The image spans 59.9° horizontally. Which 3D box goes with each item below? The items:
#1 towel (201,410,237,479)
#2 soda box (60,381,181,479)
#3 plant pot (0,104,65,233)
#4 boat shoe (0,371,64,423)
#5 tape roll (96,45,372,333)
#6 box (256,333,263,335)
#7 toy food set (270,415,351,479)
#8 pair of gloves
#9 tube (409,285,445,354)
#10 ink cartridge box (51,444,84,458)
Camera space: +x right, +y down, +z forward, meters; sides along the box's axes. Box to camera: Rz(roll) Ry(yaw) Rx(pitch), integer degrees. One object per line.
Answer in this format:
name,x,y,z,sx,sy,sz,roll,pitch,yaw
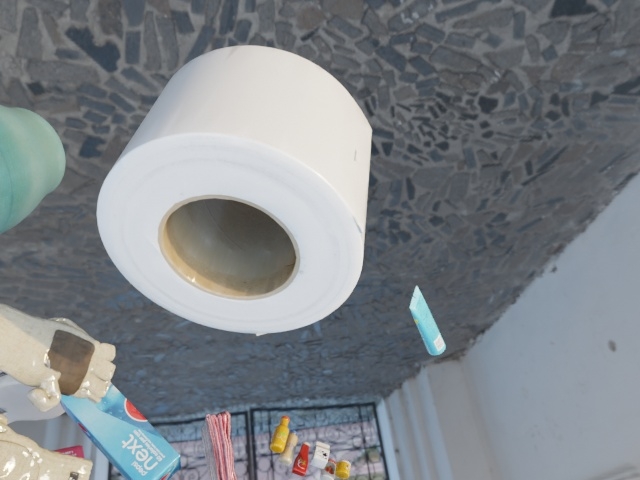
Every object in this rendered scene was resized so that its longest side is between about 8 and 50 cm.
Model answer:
towel,-0.163,0.426,0.949,0.037,0.237,0.329,-9,160,-17
soda box,-0.314,0.297,0.867,0.071,0.210,0.067,-39,160,-35
plant pot,-0.614,-0.135,1.001,0.272,0.255,0.271,4,111,12
boat shoe,-0.595,0.275,1.126,0.341,0.158,0.127,-19,125,27
tape roll,-0.074,-0.046,0.560,0.246,0.169,0.246,5,133,5
box,-0.122,0.160,1.356,0.101,0.087,0.102,-12,127,-8
toy food set,-0.027,0.594,1.570,0.232,0.104,0.111,19,127,0
pair of gloves,-0.357,0.206,0.673,0.042,0.240,0.204,-10,152,33
tube,0.284,0.224,1.502,0.052,0.080,0.207,-10,125,27
ink cartridge box,-0.601,0.615,1.161,0.131,0.306,0.226,-38,153,32
